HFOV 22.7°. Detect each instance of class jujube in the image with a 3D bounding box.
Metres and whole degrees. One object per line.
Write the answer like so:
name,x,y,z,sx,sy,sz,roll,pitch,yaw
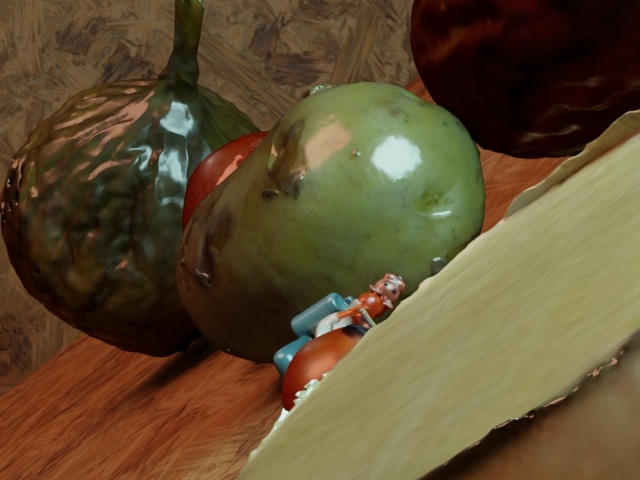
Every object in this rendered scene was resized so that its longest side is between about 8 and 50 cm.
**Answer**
jujube,0.187,-0.176,0.966,0.223,0.223,0.318,-43,1,-41

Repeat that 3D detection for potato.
potato,0.000,0.000,1.063,0.262,0.165,0.165,-42,2,43

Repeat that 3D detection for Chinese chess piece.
Chinese chess piece,0.081,0.051,0.468,0.249,0.103,0.250,-38,7,5

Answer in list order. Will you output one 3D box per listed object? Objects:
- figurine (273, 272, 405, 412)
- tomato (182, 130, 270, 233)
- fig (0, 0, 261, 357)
figurine,0.013,0.069,0.840,0.075,0.068,0.140,-32,6,19
tomato,-0.041,-0.007,1.276,0.167,0.167,0.167,-37,7,5
fig,-0.162,-0.083,1.511,0.286,0.286,0.369,-42,-27,-38
